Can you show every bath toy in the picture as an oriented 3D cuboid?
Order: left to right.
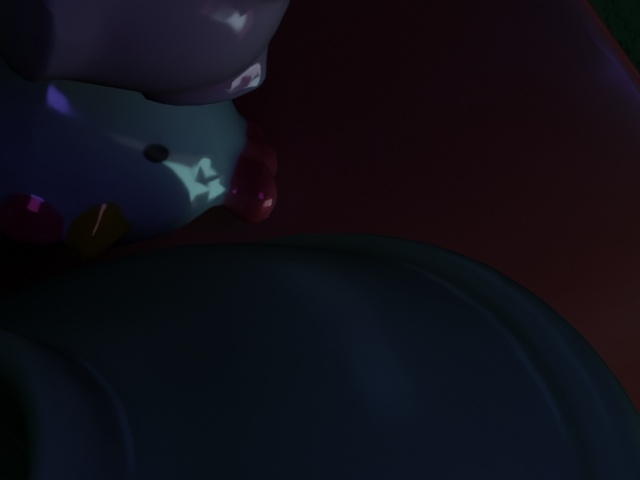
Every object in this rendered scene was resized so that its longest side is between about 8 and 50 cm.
[{"bbox_3d":[-0.040,-0.102,0.491,0.151,0.129,0.348,-61,179,-37],"label":"bath toy"}]

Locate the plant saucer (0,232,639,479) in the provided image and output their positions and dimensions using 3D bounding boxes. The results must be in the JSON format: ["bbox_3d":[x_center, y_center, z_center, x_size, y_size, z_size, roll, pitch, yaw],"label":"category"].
[{"bbox_3d":[-0.110,0.128,0.454,0.400,0.100,0.400,-30,-150,20],"label":"plant saucer"}]

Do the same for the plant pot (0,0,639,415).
[{"bbox_3d":[0.000,0.000,0.732,0.243,0.275,0.275,-37,180,5],"label":"plant pot"}]
